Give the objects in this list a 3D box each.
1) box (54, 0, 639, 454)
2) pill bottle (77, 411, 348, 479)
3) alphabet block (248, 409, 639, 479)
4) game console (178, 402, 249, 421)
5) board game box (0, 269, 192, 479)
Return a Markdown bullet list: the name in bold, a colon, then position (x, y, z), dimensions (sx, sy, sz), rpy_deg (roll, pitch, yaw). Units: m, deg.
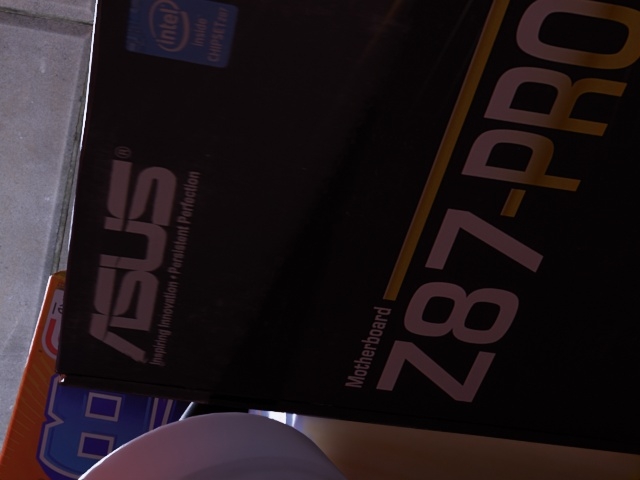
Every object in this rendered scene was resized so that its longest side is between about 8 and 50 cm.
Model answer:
- **box**: position (0.090, -0.089, 0.403), dimensions (0.097, 0.318, 0.395), rpy_deg (-90, 13, -46)
- **pill bottle**: position (0.021, 0.236, 0.477), dimensions (0.363, 0.210, 0.210), rpy_deg (42, 126, 49)
- **alphabet block**: position (0.056, 0.152, 0.763), dimensions (0.192, 0.197, 0.193), rpy_deg (-99, 20, -65)
- **game console**: position (-0.013, 0.227, 0.970), dimensions (0.361, 0.044, 0.213), rpy_deg (47, -117, -48)
- **board game box**: position (-0.140, 0.247, 1.257), dimensions (0.356, 0.356, 0.357), rpy_deg (174, 111, -80)
